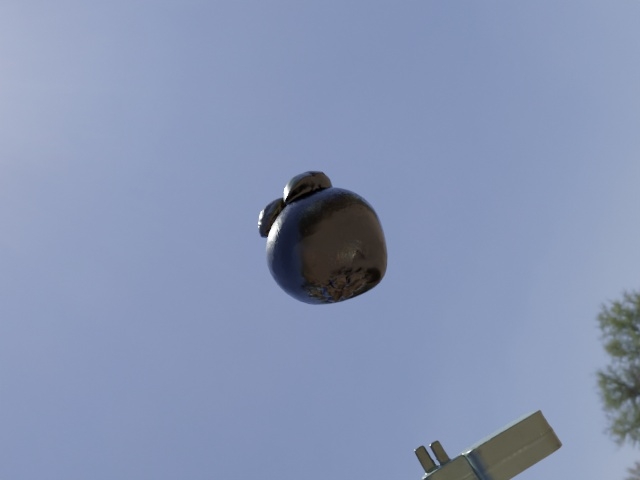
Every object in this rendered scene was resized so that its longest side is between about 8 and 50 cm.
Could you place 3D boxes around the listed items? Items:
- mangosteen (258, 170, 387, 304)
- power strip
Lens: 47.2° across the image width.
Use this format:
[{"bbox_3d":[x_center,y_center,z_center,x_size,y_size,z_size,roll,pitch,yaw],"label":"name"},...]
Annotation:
[{"bbox_3d":[0.000,0.000,1.314,0.243,0.243,0.243,-21,-64,-53],"label":"mangosteen"},{"bbox_3d":[0.319,0.419,1.449,0.261,0.141,0.229,-31,-17,-2],"label":"power strip"}]
